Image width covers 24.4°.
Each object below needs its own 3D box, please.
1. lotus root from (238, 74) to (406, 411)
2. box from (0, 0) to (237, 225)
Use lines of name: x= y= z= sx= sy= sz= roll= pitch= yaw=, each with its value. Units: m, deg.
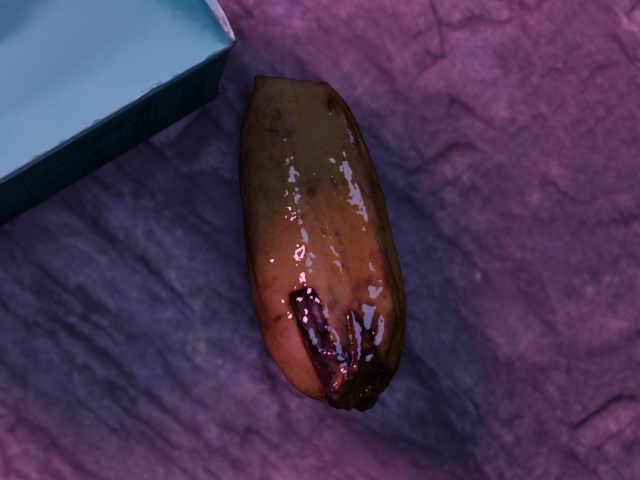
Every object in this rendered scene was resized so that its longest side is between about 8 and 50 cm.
lotus root: x=0.000 y=0.000 z=1.084 sx=0.110 sy=0.097 sz=0.258 roll=-7 pitch=79 yaw=-14
box: x=-0.219 y=-0.087 z=1.007 sx=0.311 sy=0.205 sz=0.118 roll=-32 pitch=88 yaw=-7
